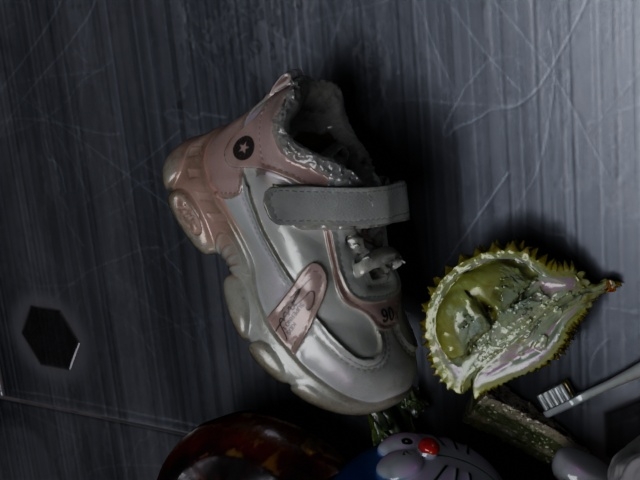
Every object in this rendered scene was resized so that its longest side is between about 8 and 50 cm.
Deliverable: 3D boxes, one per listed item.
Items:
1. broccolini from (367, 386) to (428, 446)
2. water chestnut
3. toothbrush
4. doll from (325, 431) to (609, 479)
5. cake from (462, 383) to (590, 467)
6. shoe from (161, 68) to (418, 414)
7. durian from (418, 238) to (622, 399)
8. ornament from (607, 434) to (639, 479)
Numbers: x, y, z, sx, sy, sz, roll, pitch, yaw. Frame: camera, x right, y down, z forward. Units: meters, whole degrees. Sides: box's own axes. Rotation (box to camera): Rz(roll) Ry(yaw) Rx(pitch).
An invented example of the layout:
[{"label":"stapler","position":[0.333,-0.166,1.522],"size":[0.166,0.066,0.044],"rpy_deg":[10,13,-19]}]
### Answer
[{"label":"broccolini","position":[0.066,0.094,1.603],"size":[0.074,0.079,0.392],"rpy_deg":[-13,106,-7]},{"label":"water chestnut","position":[-0.071,0.336,1.658],"size":[0.300,0.300,0.300],"rpy_deg":[13,116,27]},{"label":"toothbrush","position":[0.350,0.105,1.448],"size":[0.342,0.025,0.030],"rpy_deg":[-30,90,38]},{"label":"doll","position":[0.134,0.315,1.477],"size":[0.310,0.284,0.240],"rpy_deg":[13,113,-10]},{"label":"cake","position":[0.216,0.202,1.557],"size":[0.140,0.055,0.051],"rpy_deg":[36,119,12]},{"label":"shoe","position":[-0.001,0.001,1.474],"size":[0.198,0.172,0.351],"rpy_deg":[-42,81,32]},{"label":"durian","position":[0.199,0.063,1.488],"size":[0.208,0.102,0.146],"rpy_deg":[-18,103,13]},{"label":"ornament","position":[0.418,0.262,1.280],"size":[0.337,0.337,0.337],"rpy_deg":[13,116,27]}]
